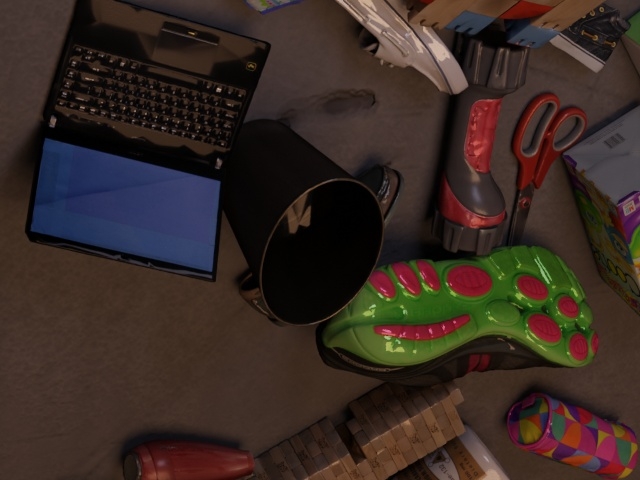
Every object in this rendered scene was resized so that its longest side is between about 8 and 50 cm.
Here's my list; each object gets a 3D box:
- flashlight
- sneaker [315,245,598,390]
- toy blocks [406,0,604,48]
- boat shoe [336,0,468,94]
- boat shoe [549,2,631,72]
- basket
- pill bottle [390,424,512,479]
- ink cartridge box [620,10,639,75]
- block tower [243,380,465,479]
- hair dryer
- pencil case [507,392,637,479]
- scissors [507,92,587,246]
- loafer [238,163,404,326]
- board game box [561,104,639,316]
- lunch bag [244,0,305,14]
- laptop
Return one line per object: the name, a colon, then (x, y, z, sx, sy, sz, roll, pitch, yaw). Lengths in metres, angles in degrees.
flashlight: (0.217, -0.130, 1.990, 0.103, 0.103, 0.304, -6, 125, -22)
sneaker: (0.198, 0.113, 2.122, 0.483, 0.185, 0.202, 5, 159, -35)
toy blocks: (0.194, -0.331, 1.721, 0.381, 0.190, 0.261, 8, 157, -29)
boat shoe: (0.085, -0.260, 1.852, 0.084, 0.095, 0.258, -39, 120, 8)
boat shoe: (0.329, -0.292, 1.966, 0.183, 0.065, 0.083, 23, 108, -43)
basket: (-0.040, -0.043, 1.838, 0.154, 0.227, 0.204, 1, 122, -27)
pill bottle: (0.174, 0.400, 2.313, 0.229, 0.131, 0.131, -38, 130, 2)
ink cartridge box: (0.572, -0.285, 2.054, 0.273, 0.115, 0.198, -38, 130, 1)
block tower: (0.055, 0.304, 2.214, 0.335, 0.091, 0.097, -30, 131, -4)
hair dryer: (-0.233, 0.363, 2.139, 0.294, 0.080, 0.223, -26, 146, -2)
pencil case: (0.404, 0.311, 2.394, 0.236, 0.104, 0.104, 23, 109, -38)
scissors: (0.283, -0.072, 2.120, 0.109, 0.021, 0.297, 7, 119, -33)
loafer: (0.000, 0.000, 1.980, 0.084, 0.096, 0.267, 32, 106, -32)
board game box: (0.469, -0.030, 2.148, 0.144, 0.142, 0.275, -32, 134, -5)
lunch bag: (-0.055, -0.340, 1.721, 0.151, 0.096, 0.129, -37, 134, 19)
laptop: (-0.197, -0.118, 1.739, 0.234, 0.136, 0.264, 13, 115, -20)
